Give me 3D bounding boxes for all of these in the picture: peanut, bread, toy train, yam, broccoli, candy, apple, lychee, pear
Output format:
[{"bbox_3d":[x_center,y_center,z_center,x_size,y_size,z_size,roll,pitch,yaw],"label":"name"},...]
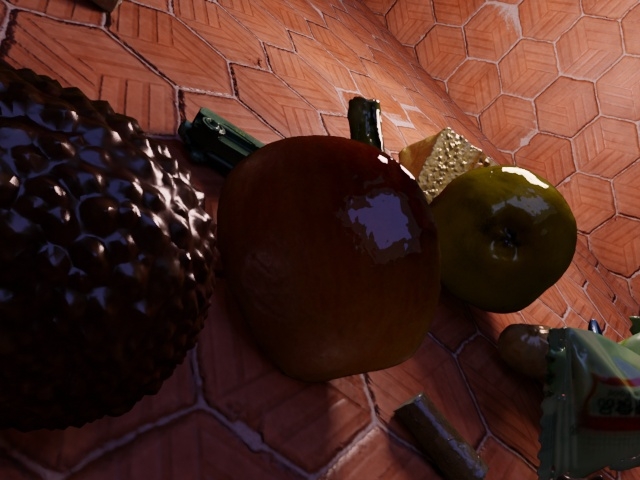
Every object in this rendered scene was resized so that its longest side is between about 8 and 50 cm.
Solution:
[{"bbox_3d":[0.453,0.237,1.031,0.263,0.117,0.101,34,53,-28],"label":"peanut"},{"bbox_3d":[0.308,-0.107,1.329,0.263,0.198,0.236,32,65,-18],"label":"bread"},{"bbox_3d":[-0.137,-0.140,0.813,0.172,0.070,0.099,30,25,-22],"label":"toy train"},{"bbox_3d":[0.156,0.260,0.686,0.132,0.054,0.054,49,29,10],"label":"yam"},{"bbox_3d":[0.071,-0.110,0.860,0.198,0.177,0.274,-32,120,-81],"label":"broccoli"},{"bbox_3d":[0.495,0.267,0.898,0.398,0.172,0.262,3,82,-30],"label":"candy"},{"bbox_3d":[0.000,0.000,0.658,0.254,0.179,0.346,-15,71,-15],"label":"apple"},{"bbox_3d":[-0.194,0.004,0.372,0.236,0.236,0.271,-90,166,-52],"label":"lychee"},{"bbox_3d":[0.356,-0.004,1.064,0.287,0.287,0.375,53,8,15],"label":"pear"}]

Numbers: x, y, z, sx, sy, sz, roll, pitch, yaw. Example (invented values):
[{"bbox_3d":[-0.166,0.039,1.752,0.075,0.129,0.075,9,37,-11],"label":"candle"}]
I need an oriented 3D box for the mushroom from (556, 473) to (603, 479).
[{"bbox_3d":[0.263,0.423,0.481,0.397,0.224,0.313,-1,62,-40],"label":"mushroom"}]

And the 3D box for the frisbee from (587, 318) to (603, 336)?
[{"bbox_3d":[0.622,0.294,1.152,0.242,0.045,0.242,43,38,-45],"label":"frisbee"}]

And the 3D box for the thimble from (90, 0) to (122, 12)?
[{"bbox_3d":[-0.362,-0.458,0.882,0.090,0.115,0.102,25,37,-30],"label":"thimble"}]
